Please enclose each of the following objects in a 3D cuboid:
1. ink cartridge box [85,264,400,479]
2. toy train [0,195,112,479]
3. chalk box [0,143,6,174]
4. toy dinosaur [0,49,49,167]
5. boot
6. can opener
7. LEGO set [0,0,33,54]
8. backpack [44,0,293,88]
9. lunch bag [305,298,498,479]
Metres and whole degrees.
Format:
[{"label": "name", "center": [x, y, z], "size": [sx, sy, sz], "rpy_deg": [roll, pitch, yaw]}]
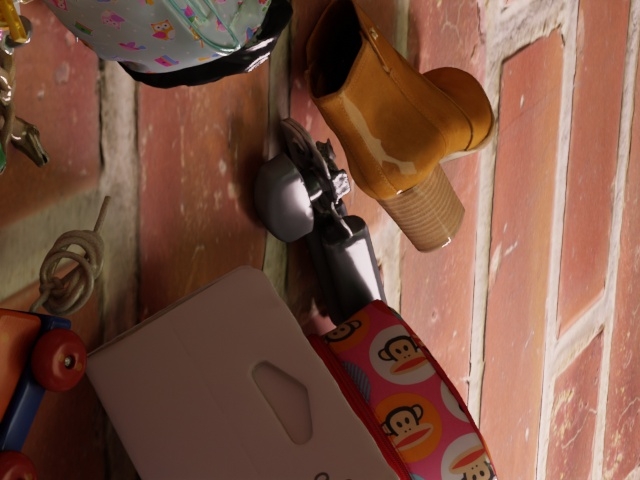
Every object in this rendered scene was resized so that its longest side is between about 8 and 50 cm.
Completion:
[{"label": "ink cartridge box", "center": [-0.017, 0.246, 1.525], "size": [0.160, 0.279, 0.385], "rpy_deg": [-30, 140, -7]}, {"label": "toy train", "center": [-0.228, 0.049, 1.249], "size": [0.143, 0.105, 0.248], "rpy_deg": [41, 63, -47]}, {"label": "chalk box", "center": [-0.315, -0.026, 0.922], "size": [0.289, 0.180, 0.179], "rpy_deg": [-57, 148, -40]}, {"label": "toy dinosaur", "center": [-0.216, -0.113, 1.264], "size": [0.093, 0.053, 0.183], "rpy_deg": [-73, 167, -49]}, {"label": "boot", "center": [0.070, -0.146, 1.780], "size": [0.211, 0.104, 0.295], "rpy_deg": [57, 24, -28]}, {"label": "can opener", "center": [0.000, 0.000, 1.747], "size": [0.093, 0.074, 0.280], "rpy_deg": [-33, 139, -10]}, {"label": "LEGO set", "center": [-0.273, -0.162, 1.092], "size": [0.287, 0.107, 0.132], "rpy_deg": [39, 30, -57]}, {"label": "backpack", "center": [-0.119, -0.185, 1.312], "size": [0.182, 0.152, 0.115], "rpy_deg": [49, 43, -44]}, {"label": "lunch bag", "center": [0.091, 0.220, 1.771], "size": [0.120, 0.258, 0.293], "rpy_deg": [-28, 146, -11]}]
